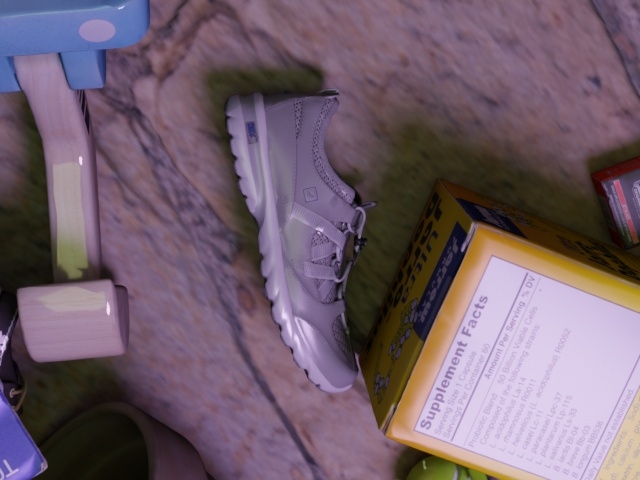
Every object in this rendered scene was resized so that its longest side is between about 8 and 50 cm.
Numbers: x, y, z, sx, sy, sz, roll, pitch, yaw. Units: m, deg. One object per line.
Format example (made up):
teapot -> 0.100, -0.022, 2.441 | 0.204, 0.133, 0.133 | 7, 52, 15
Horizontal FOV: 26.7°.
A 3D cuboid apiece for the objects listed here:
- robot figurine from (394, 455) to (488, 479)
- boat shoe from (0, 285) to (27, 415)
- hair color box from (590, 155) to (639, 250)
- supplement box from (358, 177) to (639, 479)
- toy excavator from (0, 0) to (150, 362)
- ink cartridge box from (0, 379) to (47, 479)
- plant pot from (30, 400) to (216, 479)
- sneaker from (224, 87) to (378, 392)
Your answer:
robot figurine -> 0.127, 0.247, 1.270 | 0.115, 0.067, 0.101 | 36, 129, -12
boat shoe -> -0.302, 0.146, 1.215 | 0.069, 0.081, 0.227 | 20, 109, -8
hair color box -> 0.326, -0.050, 1.224 | 0.141, 0.043, 0.072 | -21, 102, 1
supplement box -> 0.238, 0.111, 1.180 | 0.356, 0.195, 0.194 | 22, 101, -9
toy excavator -> -0.217, -0.169, 1.086 | 0.222, 0.445, 0.433 | -6, 63, -1
ink cartridge box -> -0.411, 0.121, 0.960 | 0.324, 0.071, 0.330 | -32, 102, -12
plant pot -> -0.139, 0.346, 1.179 | 0.280, 0.323, 0.323 | 35, 99, -28
sneaker -> 0.000, 0.000, 1.183 | 0.115, 0.105, 0.281 | -14, 103, 0
